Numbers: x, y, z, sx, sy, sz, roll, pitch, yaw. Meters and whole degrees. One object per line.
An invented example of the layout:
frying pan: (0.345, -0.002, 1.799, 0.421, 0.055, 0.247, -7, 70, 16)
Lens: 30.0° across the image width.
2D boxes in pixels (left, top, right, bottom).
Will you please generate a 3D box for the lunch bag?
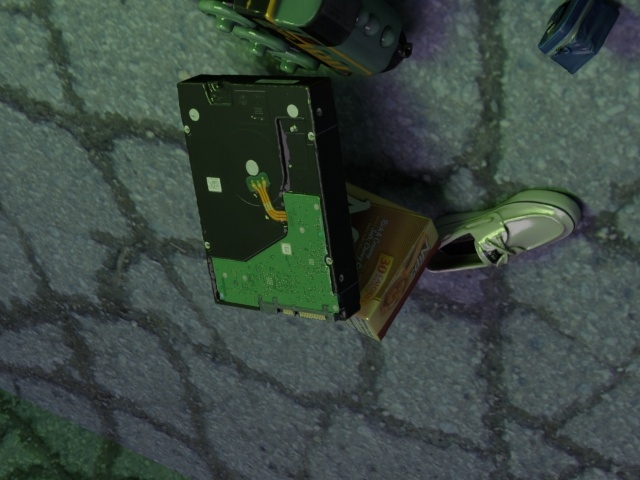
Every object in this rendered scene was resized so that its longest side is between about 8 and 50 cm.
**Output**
lunch bag: (0.304, -0.253, 1.430, 0.065, 0.098, 0.067, 37, 149, -6)

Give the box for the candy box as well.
candy box: (0.000, 0.000, 1.805, 0.316, 0.183, 0.087, 25, 163, 28)

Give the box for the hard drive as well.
hard drive: (-0.070, -0.061, 1.660, 0.236, 0.064, 0.339, 6, 113, 36)

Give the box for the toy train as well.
toy train: (-0.012, -0.284, 1.477, 0.190, 0.142, 0.334, 20, 180, 27)

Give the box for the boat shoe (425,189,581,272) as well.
boat shoe: (0.260, -0.004, 1.768, 0.267, 0.088, 0.096, -9, 129, 41)
